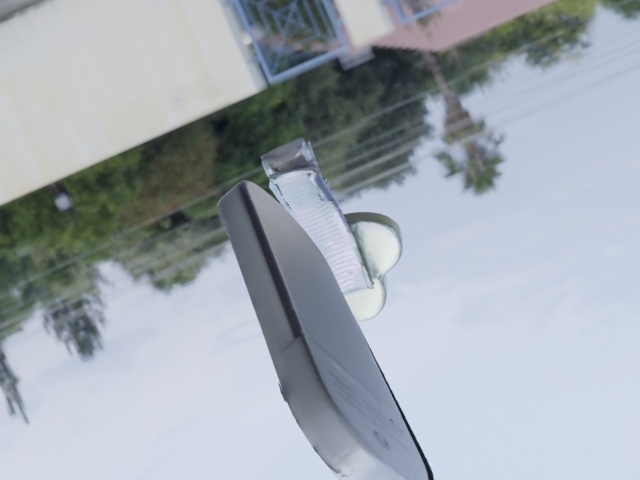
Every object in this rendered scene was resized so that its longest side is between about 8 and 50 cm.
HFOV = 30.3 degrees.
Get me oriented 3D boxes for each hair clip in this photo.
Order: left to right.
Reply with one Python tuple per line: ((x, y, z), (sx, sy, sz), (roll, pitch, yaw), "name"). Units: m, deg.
((-0.003, 0.000, 1.207), (0.159, 0.218, 0.071), (-17, -145, 17), "hair clip")

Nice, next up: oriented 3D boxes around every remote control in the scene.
((-0.004, 0.040, 0.568), (0.022, 0.077, 0.245), (-43, -149, 11), "remote control")
